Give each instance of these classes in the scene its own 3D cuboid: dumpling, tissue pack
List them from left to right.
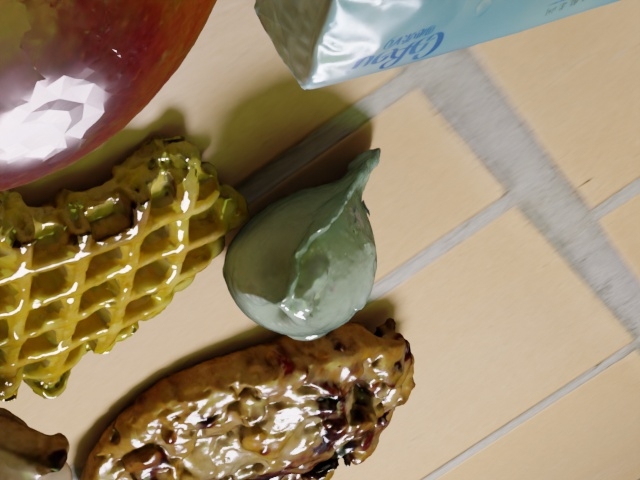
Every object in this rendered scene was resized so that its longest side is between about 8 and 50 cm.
[{"bbox_3d":[0.002,0.012,1.181,0.149,0.105,0.217,-28,173,-9],"label":"dumpling"},{"bbox_3d":[0.105,-0.195,0.952,0.263,0.089,0.177,-16,153,-25],"label":"tissue pack"}]

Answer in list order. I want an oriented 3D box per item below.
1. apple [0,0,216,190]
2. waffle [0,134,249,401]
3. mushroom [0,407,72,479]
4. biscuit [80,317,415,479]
[{"bbox_3d":[-0.155,-0.124,0.727,0.251,0.163,0.293,-42,153,25],"label":"apple"},{"bbox_3d":[-0.183,0.025,1.090,0.291,0.051,0.291,-26,156,-12],"label":"waffle"},{"bbox_3d":[-0.342,0.218,1.086,0.345,0.260,0.345,11,154,5],"label":"mushroom"},{"bbox_3d":[-0.059,0.185,1.475,0.334,0.081,0.289,-20,152,-16],"label":"biscuit"}]
